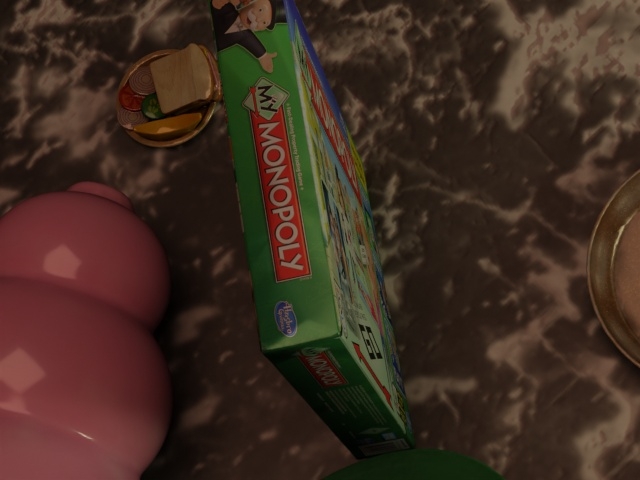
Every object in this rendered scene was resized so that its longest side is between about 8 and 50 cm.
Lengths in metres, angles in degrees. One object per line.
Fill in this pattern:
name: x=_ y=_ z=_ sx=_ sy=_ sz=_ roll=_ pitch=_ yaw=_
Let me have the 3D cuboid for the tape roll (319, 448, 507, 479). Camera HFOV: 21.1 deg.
tape roll: x=0.015 y=0.271 z=0.980 sx=0.321 sy=0.077 sz=0.321 roll=-34 pitch=28 yaw=21

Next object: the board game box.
board game box: x=0.000 y=0.000 z=1.041 sx=0.046 sy=0.317 sz=0.214 roll=-11 pitch=72 yaw=7

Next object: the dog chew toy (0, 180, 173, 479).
dog chew toy: x=-0.190 y=0.116 z=1.119 sx=0.206 sy=0.206 sz=0.332 roll=9 pitch=68 yaw=14

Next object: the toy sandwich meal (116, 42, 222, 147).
toy sandwich meal: x=-0.112 y=-0.107 z=1.251 sx=0.085 sy=0.029 sz=0.086 roll=-3 pitch=73 yaw=11

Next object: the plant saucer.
plant saucer: x=0.261 y=0.021 z=1.133 sx=0.168 sy=0.029 sz=0.168 roll=-3 pitch=73 yaw=10
